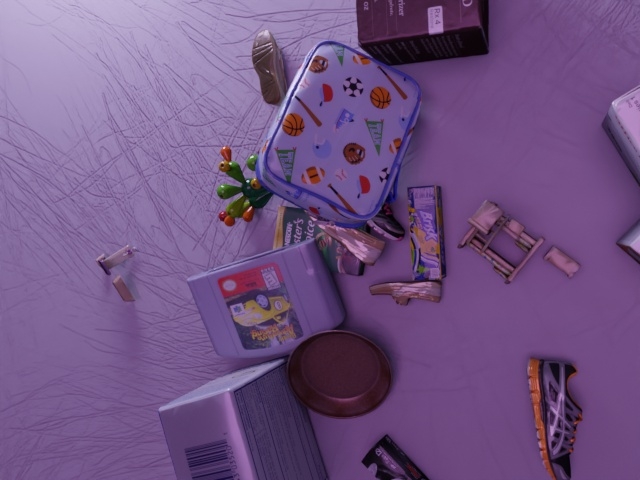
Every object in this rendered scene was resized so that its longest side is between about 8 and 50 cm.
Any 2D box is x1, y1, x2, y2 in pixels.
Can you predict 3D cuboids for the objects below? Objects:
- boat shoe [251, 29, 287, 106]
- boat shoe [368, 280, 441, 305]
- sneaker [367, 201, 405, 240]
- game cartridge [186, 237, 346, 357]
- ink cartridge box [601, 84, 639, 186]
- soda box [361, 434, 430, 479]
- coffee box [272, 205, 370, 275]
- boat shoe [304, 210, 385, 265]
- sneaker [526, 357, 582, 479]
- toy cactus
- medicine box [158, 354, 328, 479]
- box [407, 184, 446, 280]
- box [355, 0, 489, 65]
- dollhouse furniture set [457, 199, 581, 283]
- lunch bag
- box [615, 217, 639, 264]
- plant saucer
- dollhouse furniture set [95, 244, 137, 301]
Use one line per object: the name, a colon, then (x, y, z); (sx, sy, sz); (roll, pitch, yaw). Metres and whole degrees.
boat shoe: (-0.095, -0.338, 1.251); (0.056, 0.048, 0.153); (-20, 78, 31)
boat shoe: (0.155, 0.098, 1.170); (0.135, 0.050, 0.045); (-4, 85, 20)
sneaker: (0.107, -0.076, 1.173); (0.075, 0.063, 0.170); (-44, 73, 22)
game cartridge: (-0.107, 0.125, 1.240); (0.294, 0.060, 0.196); (-18, 102, 24)
ink cartridge box: (0.506, -0.146, 0.947); (0.092, 0.219, 0.160); (-31, 82, 18)
soda box: (0.158, 0.446, 1.176); (0.169, 0.060, 0.053); (44, 106, 13)
coffee box: (0.000, 0.000, 1.226); (0.184, 0.040, 0.113); (11, 96, 19)
boat shoe: (0.045, -0.026, 1.159); (0.170, 0.063, 0.059); (38, 99, 5)
sneaker: (0.403, 0.306, 1.074); (0.083, 0.084, 0.215); (-9, 88, 15)
toy cactus: (-0.113, -0.108, 1.216); (0.180, 0.219, 0.112); (-9, 58, -21)
medicine box: (-0.127, 0.376, 1.152); (0.149, 0.289, 0.264); (-18, 86, 17)
box: (0.192, -0.014, 1.147); (0.054, 0.059, 0.169); (-3, 91, 21)
box: (0.177, -0.407, 1.082); (0.203, 0.167, 0.169); (-3, 91, 19)
dollhouse furniture set: (0.322, 0.028, 1.049); (0.182, 0.161, 0.101); (39, 104, 15)
lunch bag: (0.038, -0.174, 1.100); (0.243, 0.115, 0.303); (25, 76, -9)
box: (0.541, 0.017, 0.966); (0.130, 0.170, 0.091); (44, 103, 13)
plant saucer: (0.036, 0.246, 1.196); (0.198, 0.036, 0.199); (2, 113, 5)
dollhouse furniture set: (-0.425, 0.070, 1.397); (0.081, 0.091, 0.114); (-34, 106, -22)
